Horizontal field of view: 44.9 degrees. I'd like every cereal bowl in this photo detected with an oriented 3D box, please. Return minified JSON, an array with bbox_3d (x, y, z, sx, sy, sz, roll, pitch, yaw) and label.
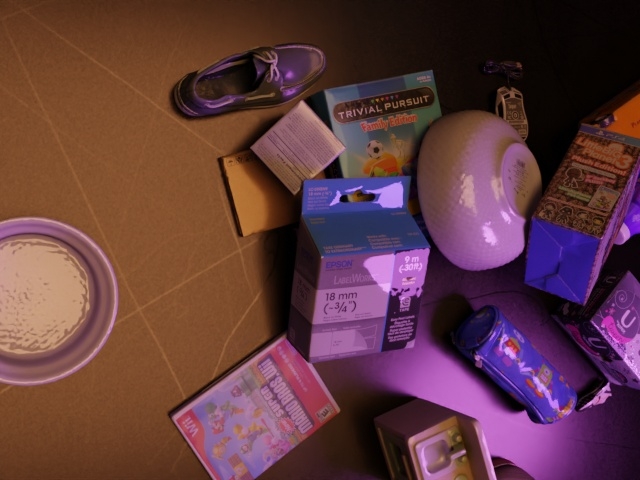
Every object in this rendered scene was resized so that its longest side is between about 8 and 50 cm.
[{"bbox_3d":[0.351,-0.108,1.586,0.339,0.141,0.339,8,79,-44],"label":"cereal bowl"}]

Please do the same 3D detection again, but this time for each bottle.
[{"bbox_3d":[0.788,-0.098,1.851,0.283,0.092,0.118,-37,104,-18],"label":"bottle"}]

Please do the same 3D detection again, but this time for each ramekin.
[{"bbox_3d":[-0.493,0.098,1.317,0.277,0.135,0.277,0,90,-21],"label":"ramekin"}]

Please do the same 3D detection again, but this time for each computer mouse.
[{"bbox_3d":[0.416,-0.306,1.733,0.106,0.042,0.193,-4,86,-26],"label":"computer mouse"}]

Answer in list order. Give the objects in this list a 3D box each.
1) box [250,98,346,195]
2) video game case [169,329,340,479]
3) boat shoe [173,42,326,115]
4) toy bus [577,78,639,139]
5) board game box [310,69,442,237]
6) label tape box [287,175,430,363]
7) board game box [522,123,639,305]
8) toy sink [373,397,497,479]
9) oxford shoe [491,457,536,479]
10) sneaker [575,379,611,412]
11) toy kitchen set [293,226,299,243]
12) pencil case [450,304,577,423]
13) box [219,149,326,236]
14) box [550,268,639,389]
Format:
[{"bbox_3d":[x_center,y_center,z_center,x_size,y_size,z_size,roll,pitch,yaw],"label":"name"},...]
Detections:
[{"bbox_3d":[-0.043,-0.175,1.480,0.137,0.072,0.126,-42,95,1],"label":"box"},{"bbox_3d":[-0.123,0.339,1.524,0.285,0.025,0.204,-35,102,-18],"label":"video game case"},{"bbox_3d":[-0.119,-0.312,1.486,0.319,0.099,0.116,-19,97,-21],"label":"boat shoe"},{"bbox_3d":[0.723,-0.287,1.806,0.333,0.130,0.108,-34,103,-18],"label":"toy bus"},{"bbox_3d":[0.141,-0.162,1.601,0.254,0.079,0.336,-15,96,-21],"label":"board game box"},{"bbox_3d":[0.077,0.054,1.483,0.241,0.106,0.333,-5,114,-26],"label":"label tape box"},{"bbox_3d":[0.555,-0.056,1.635,0.291,0.141,0.232,-54,152,-30],"label":"board game box"},{"bbox_3d":[0.221,0.428,1.549,0.131,0.234,0.152,-19,98,-21],"label":"toy sink"},{"bbox_3d":[0.308,0.570,1.638,0.348,0.130,0.123,-25,99,-20],"label":"oxford shoe"},{"bbox_3d":[0.644,0.375,1.823,0.109,0.040,0.043,-32,109,-16],"label":"sneaker"},{"bbox_3d":[0.000,0.000,1.545,0.083,0.075,0.068,-14,96,-17],"label":"toy kitchen set"},{"bbox_3d":[0.425,0.278,1.690,0.306,0.119,0.133,44,51,-16],"label":"pencil case"},{"bbox_3d":[-0.085,-0.110,1.541,0.201,0.021,0.164,-17,96,-21],"label":"box"},{"bbox_3d":[0.686,0.204,1.784,0.247,0.142,0.163,47,74,-15],"label":"box"}]
